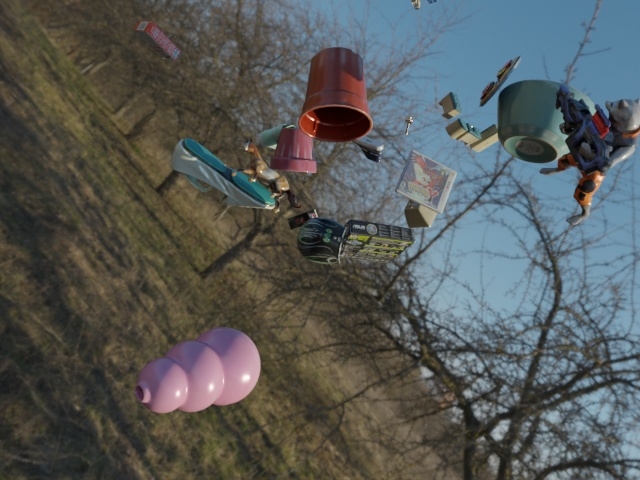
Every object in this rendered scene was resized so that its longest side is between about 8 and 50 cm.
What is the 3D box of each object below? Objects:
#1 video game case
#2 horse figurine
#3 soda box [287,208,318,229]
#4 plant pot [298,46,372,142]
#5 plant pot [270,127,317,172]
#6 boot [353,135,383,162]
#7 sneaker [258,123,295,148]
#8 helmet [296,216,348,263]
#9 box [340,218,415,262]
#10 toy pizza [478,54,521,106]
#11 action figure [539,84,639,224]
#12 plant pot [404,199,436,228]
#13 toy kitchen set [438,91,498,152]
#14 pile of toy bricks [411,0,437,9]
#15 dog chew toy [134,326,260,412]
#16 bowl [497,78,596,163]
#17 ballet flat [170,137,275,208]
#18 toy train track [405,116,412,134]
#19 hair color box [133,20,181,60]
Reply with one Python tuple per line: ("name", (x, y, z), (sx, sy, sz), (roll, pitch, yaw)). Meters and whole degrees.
("video game case", (0.403, -0.224, 1.918), (0.202, 0.183, 0.023), (25, -14, -8))
("horse figurine", (-0.168, -0.192, 1.604), (0.263, 0.066, 0.174), (39, 32, -11))
("soda box", (-0.084, -0.097, 2.371), (0.169, 0.053, 0.060), (-15, -85, 52))
("plant pot", (0.059, -0.544, 1.869), (0.272, 0.273, 0.264), (61, 30, -71))
("plant pot", (-0.110, -0.388, 2.167), (0.201, 0.202, 0.180), (-141, -124, -74))
("boot", (0.200, -0.419, 2.281), (0.190, 0.069, 0.086), (33, -43, 35))
("sneaker", (-0.162, -0.481, 2.332), (0.256, 0.151, 0.094), (-26, 101, -65))
("helmet", (0.000, 0.000, 1.672), (0.162, 0.169, 0.169), (12, -12, 10))
("box", (0.194, 0.008, 1.946), (0.216, 0.270, 0.060), (128, -36, -57))
("toy pizza", (0.587, -0.532, 1.673), (0.032, 0.201, 0.201), (37, -4, 1))
("action figure", (0.720, -0.256, 1.337), (0.330, 0.179, 0.341), (103, -9, -56))
("plant pot", (0.416, -0.125, 2.133), (0.109, 0.109, 0.096), (-3, -43, 45))
("toy kitchen set", (0.566, -0.457, 1.892), (0.207, 0.122, 0.165), (14, 57, -40))
("pile of toy bricks", (0.310, -0.838, 1.586), (0.212, 0.118, 0.105), (16, 71, -61))
("dog chew toy", (-0.314, 0.342, 1.292), (0.332, 0.206, 0.206), (-7, 49, -51))
("bowl", (0.711, -0.365, 1.647), (0.312, 0.163, 0.311), (23, -12, 5))
("ballet flat", (-0.347, -0.204, 1.775), (0.400, 0.139, 0.139), (33, 5, -27))
("toy train track", (0.407, -0.529, 2.319), (0.048, 0.014, 0.083), (45, -45, 45))
("hair color box", (-0.654, -0.802, 2.025), (0.093, 0.053, 0.167), (22, -13, 34))
